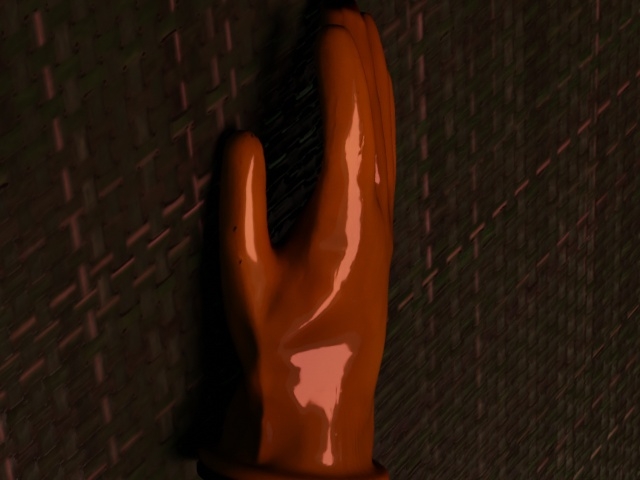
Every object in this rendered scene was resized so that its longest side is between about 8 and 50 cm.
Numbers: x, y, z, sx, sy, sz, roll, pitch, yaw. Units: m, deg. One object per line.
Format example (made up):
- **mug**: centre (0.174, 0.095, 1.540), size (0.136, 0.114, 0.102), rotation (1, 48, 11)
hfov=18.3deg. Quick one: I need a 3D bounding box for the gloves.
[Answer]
- **gloves**: centre (0.000, 0.000, 1.186), size (0.133, 0.116, 0.294), rotation (-53, 149, -83)
